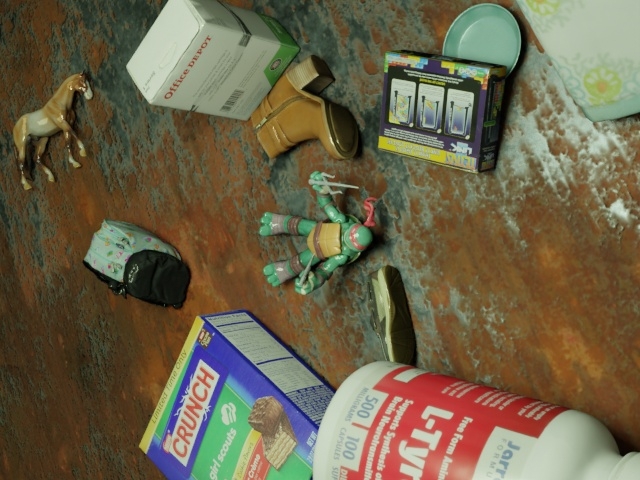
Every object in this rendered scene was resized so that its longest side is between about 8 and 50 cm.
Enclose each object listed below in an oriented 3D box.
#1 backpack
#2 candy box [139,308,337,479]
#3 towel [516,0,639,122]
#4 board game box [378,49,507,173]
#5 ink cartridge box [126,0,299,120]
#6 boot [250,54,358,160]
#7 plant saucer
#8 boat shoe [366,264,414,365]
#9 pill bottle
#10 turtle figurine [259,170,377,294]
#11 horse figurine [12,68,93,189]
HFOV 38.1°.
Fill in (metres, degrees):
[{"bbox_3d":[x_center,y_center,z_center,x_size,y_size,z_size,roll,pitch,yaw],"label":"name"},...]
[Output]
[{"bbox_3d":[-0.326,0.037,1.620,0.182,0.152,0.115,26,88,40],"label":"backpack"},{"bbox_3d":[-0.108,0.303,1.434,0.317,0.122,0.268,38,113,34],"label":"candy box"},{"bbox_3d":[0.385,-0.317,0.979,0.374,0.090,0.321,-20,117,34],"label":"towel"},{"bbox_3d":[0.163,-0.179,1.267,0.170,0.048,0.141,19,116,37],"label":"board game box"},{"bbox_3d":[-0.166,-0.283,1.442,0.160,0.219,0.093,-49,61,26],"label":"ink cartridge box"},{"bbox_3d":[-0.029,-0.169,1.426,0.152,0.073,0.197,-38,54,30],"label":"boot"},{"bbox_3d":[0.222,-0.259,1.259,0.119,0.021,0.120,-2,87,39],"label":"plant saucer"},{"bbox_3d":[0.097,0.114,1.327,0.049,0.056,0.152,-21,66,41],"label":"boat shoe"},{"bbox_3d":[0.210,0.295,1.114,0.407,0.229,0.229,10,94,38],"label":"pill bottle"},{"bbox_3d":[0.000,0.000,1.366,0.234,0.118,0.175,-12,65,53],"label":"turtle figurine"},{"bbox_3d":[-0.539,-0.208,1.837,0.263,0.066,0.175,-24,79,33],"label":"horse figurine"}]
